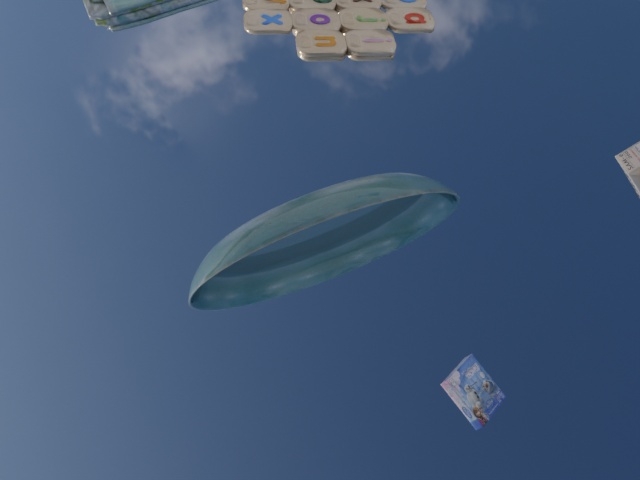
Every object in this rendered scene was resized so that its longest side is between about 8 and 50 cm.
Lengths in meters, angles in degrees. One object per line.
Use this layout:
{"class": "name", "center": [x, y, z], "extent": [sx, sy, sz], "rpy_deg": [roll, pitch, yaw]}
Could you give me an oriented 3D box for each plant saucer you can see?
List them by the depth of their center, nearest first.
{"class": "plant saucer", "center": [0.000, 0.000, 0.805], "extent": [0.317, 0.317, 0.044], "rpy_deg": [-21, -103, 3]}

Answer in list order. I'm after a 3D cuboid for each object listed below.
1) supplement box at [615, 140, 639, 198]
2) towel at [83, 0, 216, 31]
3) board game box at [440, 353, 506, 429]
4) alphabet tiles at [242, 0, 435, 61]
{"class": "supplement box", "center": [0.333, -0.075, 0.664], "extent": [0.098, 0.062, 0.036], "rpy_deg": [-34, -151, 19]}
{"class": "towel", "center": [-0.277, -0.556, 1.279], "extent": [0.374, 0.090, 0.321], "rpy_deg": [-23, -106, -16]}
{"class": "board game box", "center": [0.245, 0.240, 1.153], "extent": [0.090, 0.020, 0.090], "rpy_deg": [51, -137, 6]}
{"class": "alphabet tiles", "center": [0.021, -0.356, 1.085], "extent": [0.277, 0.021, 0.284], "rpy_deg": [-3, -132, -7]}
